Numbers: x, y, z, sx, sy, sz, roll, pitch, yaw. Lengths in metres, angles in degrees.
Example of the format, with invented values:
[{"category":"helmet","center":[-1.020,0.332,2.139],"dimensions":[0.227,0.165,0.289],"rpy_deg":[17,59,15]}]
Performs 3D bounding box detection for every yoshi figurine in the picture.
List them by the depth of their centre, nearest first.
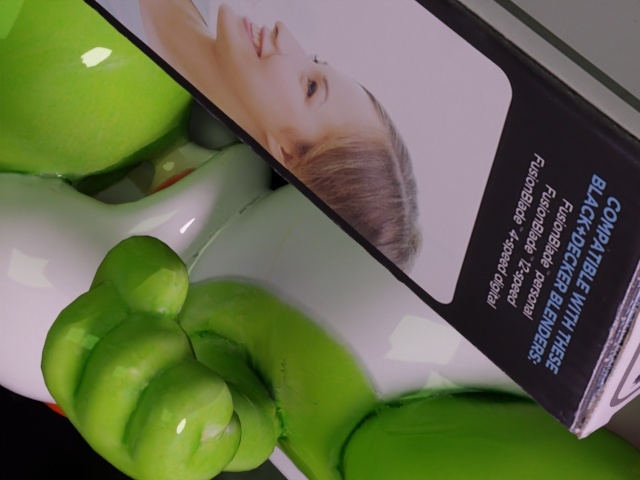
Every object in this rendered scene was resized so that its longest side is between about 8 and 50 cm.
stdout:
[{"category":"yoshi figurine","center":[-0.005,-0.017,0.492],"dimensions":[0.362,0.203,0.203],"rpy_deg":[19,88,24]}]

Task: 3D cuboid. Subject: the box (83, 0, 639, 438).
[{"category":"box","center":[0.023,-0.108,0.440],"dimensions":[0.290,0.169,0.087],"rpy_deg":[43,146,24]}]
